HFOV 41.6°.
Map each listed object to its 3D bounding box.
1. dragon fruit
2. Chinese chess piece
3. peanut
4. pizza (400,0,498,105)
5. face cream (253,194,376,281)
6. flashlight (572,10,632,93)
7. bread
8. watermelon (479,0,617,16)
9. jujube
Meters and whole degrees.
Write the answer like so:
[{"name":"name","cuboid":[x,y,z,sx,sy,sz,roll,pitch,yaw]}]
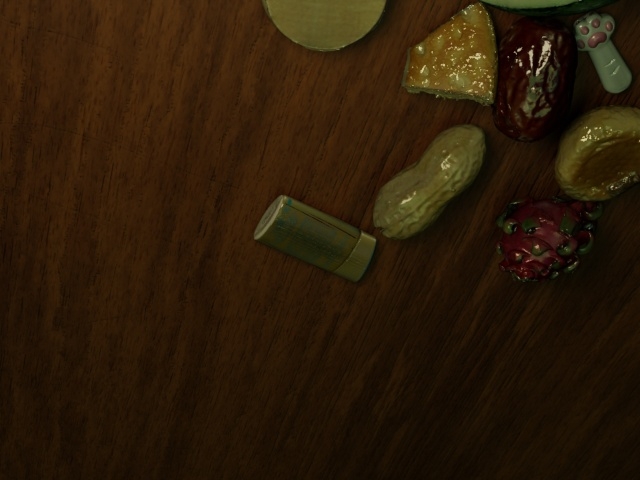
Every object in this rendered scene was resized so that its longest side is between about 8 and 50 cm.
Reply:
[{"name":"dragon fruit","cuboid":[0.528,-0.011,1.915,0.273,0.218,0.198,-11,93,-5]},{"name":"Chinese chess piece","cuboid":[0.010,-0.475,1.552,0.250,0.103,0.250,-3,129,-4]},{"name":"peanut","cuboid":[0.240,-0.129,1.827,0.149,0.149,0.313,29,118,-26]},{"name":"pizza","cuboid":[0.269,-0.370,1.675,0.188,0.204,0.080,7,175,25]},{"name":"face cream","cuboid":[0.000,0.000,1.947,0.285,0.067,0.139,25,123,-23]},{"name":"flashlight","cuboid":[0.583,-0.380,1.730,0.093,0.047,0.200,-31,125,16]},{"name":"bread","cuboid":[0.625,-0.196,1.829,0.244,0.134,0.244,-4,132,-4]},{"name":"watermelon","cuboid":[0.434,-0.534,1.556,0.283,0.292,0.250,0,174,23]},{"name":"jujube","cuboid":[0.426,-0.317,1.679,0.183,0.183,0.243,6,120,-11]}]
